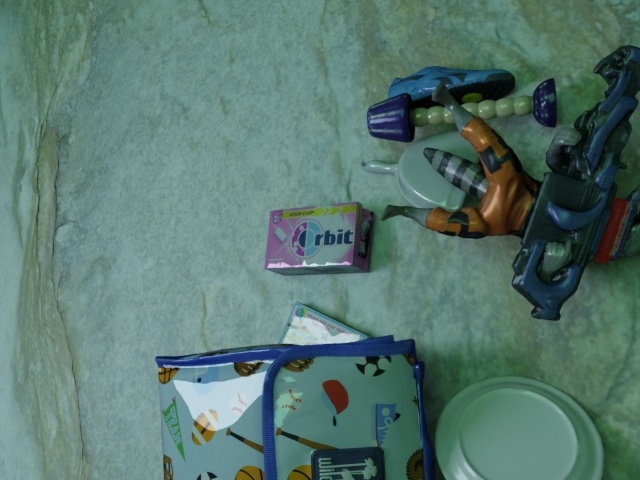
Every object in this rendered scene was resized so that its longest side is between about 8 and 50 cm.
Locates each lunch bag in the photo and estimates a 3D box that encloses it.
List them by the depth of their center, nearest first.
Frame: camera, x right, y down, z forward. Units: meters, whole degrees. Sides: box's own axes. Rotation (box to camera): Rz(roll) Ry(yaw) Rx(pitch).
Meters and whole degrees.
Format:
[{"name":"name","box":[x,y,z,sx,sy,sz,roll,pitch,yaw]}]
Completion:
[{"name":"lunch bag","box":[-0.033,0.304,0.794,0.385,0.238,0.328,-8,81,28]}]

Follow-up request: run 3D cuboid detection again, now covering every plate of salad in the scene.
[{"name":"plate of salad","box":[0.246,0.260,0.718,0.199,0.048,0.200,-10,39,8]}]

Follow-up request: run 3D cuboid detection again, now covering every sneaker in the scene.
[{"name":"sneaker","box":[0.206,-0.257,0.924,0.209,0.069,0.082,-6,69,31]}]

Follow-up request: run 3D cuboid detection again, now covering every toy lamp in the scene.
[{"name":"toy lamp","box":[0.208,-0.194,0.867,0.274,0.080,0.080,-3,73,17]}]

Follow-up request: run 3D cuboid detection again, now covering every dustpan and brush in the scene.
[{"name":"dustpan and brush","box":[0.152,-0.118,0.929,0.211,0.060,0.147,16,71,28]}]

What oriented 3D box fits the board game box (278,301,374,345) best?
[{"name":"board game box","box":[0.002,0.177,0.944,0.154,0.026,0.104,21,88,35]}]

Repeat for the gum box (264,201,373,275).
[{"name":"gum box","box":[0.000,0.000,0.978,0.188,0.062,0.107,-4,74,32]}]

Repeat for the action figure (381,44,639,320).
[{"name":"action figure","box":[0.288,-0.092,0.749,0.330,0.178,0.342,27,99,14]}]
